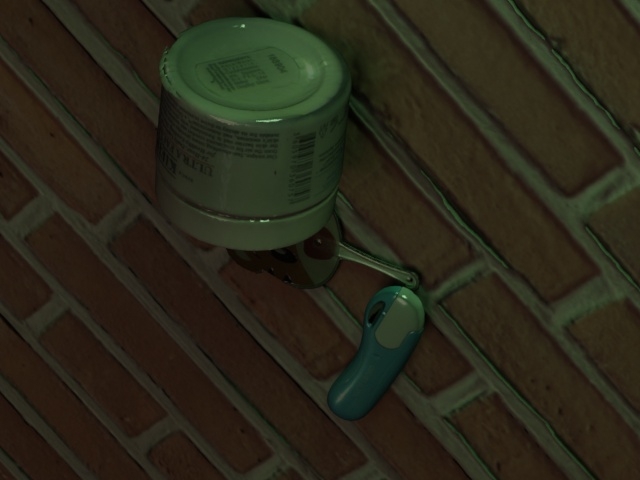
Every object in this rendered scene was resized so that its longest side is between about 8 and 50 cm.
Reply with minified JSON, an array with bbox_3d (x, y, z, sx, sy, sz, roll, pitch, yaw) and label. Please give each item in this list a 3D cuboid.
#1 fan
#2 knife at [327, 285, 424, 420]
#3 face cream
[{"bbox_3d":[0.000,0.000,1.934,0.226,0.008,0.152,21,131,19],"label":"fan"},{"bbox_3d":[0.056,0.118,1.975,0.064,0.031,0.222,31,138,4],"label":"knife"},{"bbox_3d":[-0.064,-0.102,1.778,0.177,0.177,0.153,21,131,18],"label":"face cream"}]
